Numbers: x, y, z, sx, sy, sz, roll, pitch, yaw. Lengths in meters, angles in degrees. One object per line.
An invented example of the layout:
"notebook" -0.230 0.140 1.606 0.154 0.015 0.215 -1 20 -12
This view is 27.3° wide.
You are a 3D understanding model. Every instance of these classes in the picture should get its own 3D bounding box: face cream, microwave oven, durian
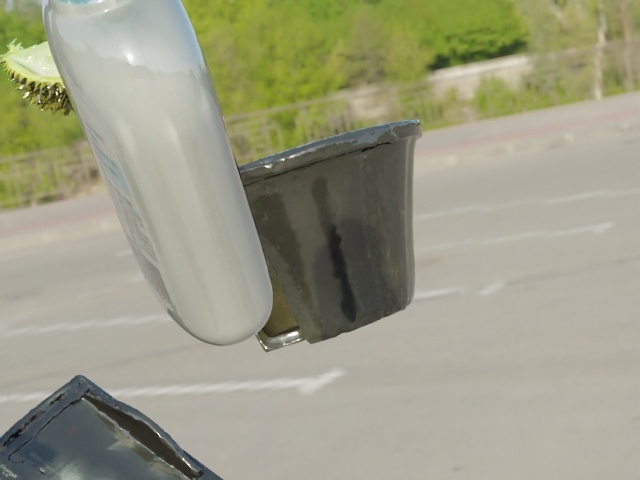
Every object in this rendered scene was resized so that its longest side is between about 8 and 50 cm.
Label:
"face cream" -0.108 -0.088 0.786 0.080 0.336 0.163 -25 46 -11
"microwave oven" -0.219 0.285 1.304 0.247 0.188 0.178 34 47 14
"durian" -0.303 -0.203 1.576 0.215 0.100 0.086 -12 -20 -10

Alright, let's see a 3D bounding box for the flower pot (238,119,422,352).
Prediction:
"flower pot" 0.000 0.000 1.798 0.379 0.251 0.379 -19 -1 0
